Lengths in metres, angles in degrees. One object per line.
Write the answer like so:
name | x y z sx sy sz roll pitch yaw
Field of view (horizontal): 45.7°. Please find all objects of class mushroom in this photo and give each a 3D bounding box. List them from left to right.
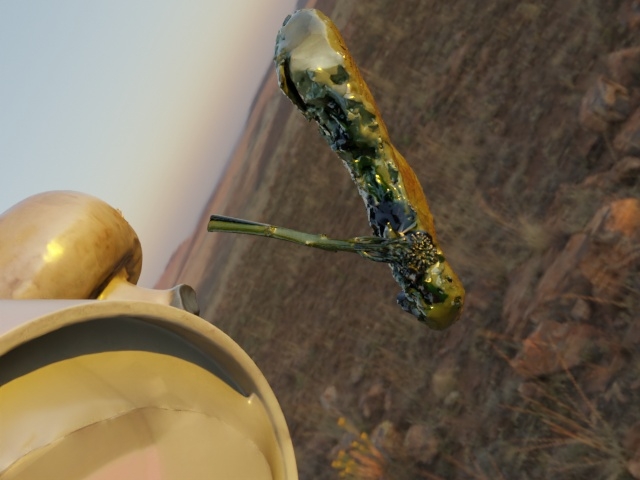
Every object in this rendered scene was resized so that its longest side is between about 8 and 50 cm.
mushroom | -0.307 0.094 0.958 0.297 0.290 0.297 23 -90 -85

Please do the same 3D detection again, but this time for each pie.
pie | 0.059 -0.079 0.840 0.078 0.371 0.296 -27 2 12

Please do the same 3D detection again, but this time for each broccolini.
broccolini | 0.000 0.000 0.702 0.042 0.218 0.044 -62 -26 -49

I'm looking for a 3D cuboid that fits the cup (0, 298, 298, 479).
cup | -0.214 0.153 0.432 0.372 0.253 0.253 0 58 39
